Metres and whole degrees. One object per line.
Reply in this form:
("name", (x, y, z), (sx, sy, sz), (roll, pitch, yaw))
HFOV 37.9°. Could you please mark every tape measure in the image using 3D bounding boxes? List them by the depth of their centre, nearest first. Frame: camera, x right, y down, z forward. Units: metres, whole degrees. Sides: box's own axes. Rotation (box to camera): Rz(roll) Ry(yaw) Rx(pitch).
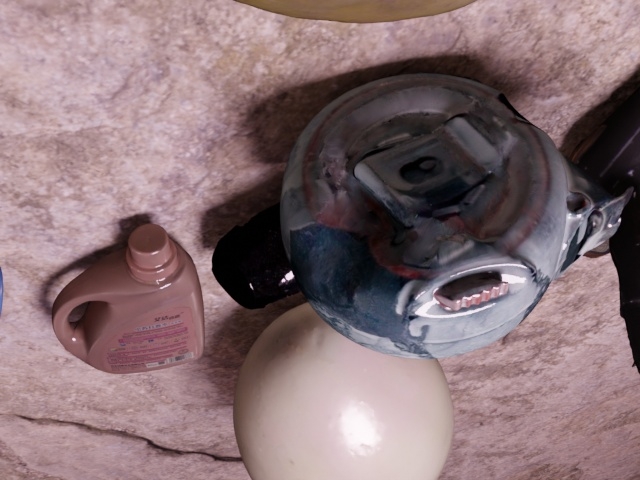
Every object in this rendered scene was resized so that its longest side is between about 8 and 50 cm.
("tape measure", (0.098, -0.033, 0.836), (0.275, 0.256, 0.147), (-35, 152, -17))

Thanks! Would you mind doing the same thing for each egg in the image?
("egg", (0.027, 0.218, 1.188), (0.283, 0.283, 0.345), (-16, 143, 3))

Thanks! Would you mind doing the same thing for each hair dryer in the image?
("hair dryer", (0.317, -0.024, 0.870), (0.120, 0.359, 0.304), (22, 134, -6))

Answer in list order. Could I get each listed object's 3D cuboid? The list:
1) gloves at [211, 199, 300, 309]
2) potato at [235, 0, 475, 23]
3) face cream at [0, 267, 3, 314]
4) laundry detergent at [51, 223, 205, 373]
("gloves", (0.000, 0.000, 0.988), (0.203, 0.124, 0.164), (-31, -174, -21))
("potato", (-0.007, -0.242, 0.485), (0.326, 0.221, 0.243), (5, 156, -46))
("face cream", (-0.456, 0.054, 0.915), (0.264, 0.083, 0.149), (5, 141, -28))
("laundry detergent", (-0.218, 0.070, 1.043), (0.171, 0.076, 0.237), (-10, 148, -7))
